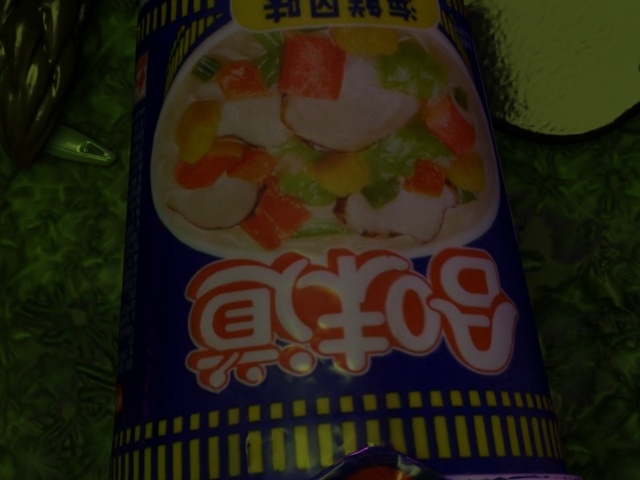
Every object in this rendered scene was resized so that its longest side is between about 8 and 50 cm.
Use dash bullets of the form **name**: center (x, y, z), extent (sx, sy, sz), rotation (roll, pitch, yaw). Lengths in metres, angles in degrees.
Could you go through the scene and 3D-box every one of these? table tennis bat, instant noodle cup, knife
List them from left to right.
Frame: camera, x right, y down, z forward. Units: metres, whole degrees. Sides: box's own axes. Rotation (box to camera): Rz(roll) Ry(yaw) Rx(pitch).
- **knife**: center (-0.224, -0.089, 1.291), extent (0.207, 0.014, 0.030), rotation (20, 94, 12)
- **instant noodle cup**: center (0.000, 0.000, 1.131), extent (0.284, 0.284, 0.312), rotation (-7, 79, 11)
- **table tennis bat**: center (0.179, -0.120, 1.207), extent (0.236, 0.027, 0.150), rotation (22, 92, 12)

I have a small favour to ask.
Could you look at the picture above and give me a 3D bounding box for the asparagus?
- **asparagus**: center (-0.179, -0.187, 1.254), extent (0.080, 0.080, 0.287), rotation (5, 90, 11)
